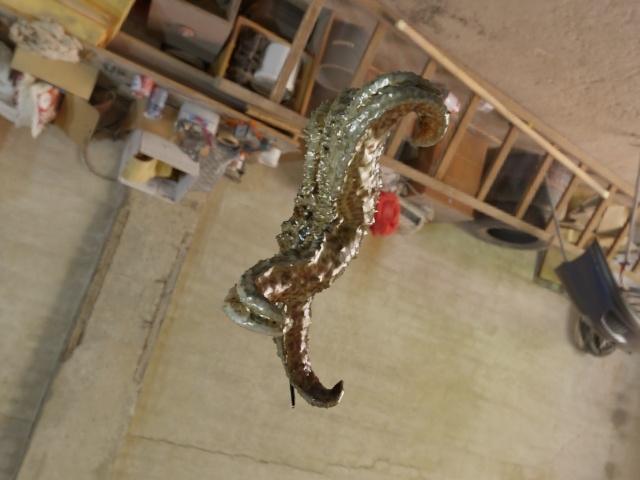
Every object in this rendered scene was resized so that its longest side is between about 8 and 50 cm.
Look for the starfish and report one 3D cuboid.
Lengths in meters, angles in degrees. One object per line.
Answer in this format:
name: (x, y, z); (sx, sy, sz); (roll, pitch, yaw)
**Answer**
starfish: (0.002, 0.003, 0.484); (0.113, 0.303, 0.312); (16, -164, -1)
